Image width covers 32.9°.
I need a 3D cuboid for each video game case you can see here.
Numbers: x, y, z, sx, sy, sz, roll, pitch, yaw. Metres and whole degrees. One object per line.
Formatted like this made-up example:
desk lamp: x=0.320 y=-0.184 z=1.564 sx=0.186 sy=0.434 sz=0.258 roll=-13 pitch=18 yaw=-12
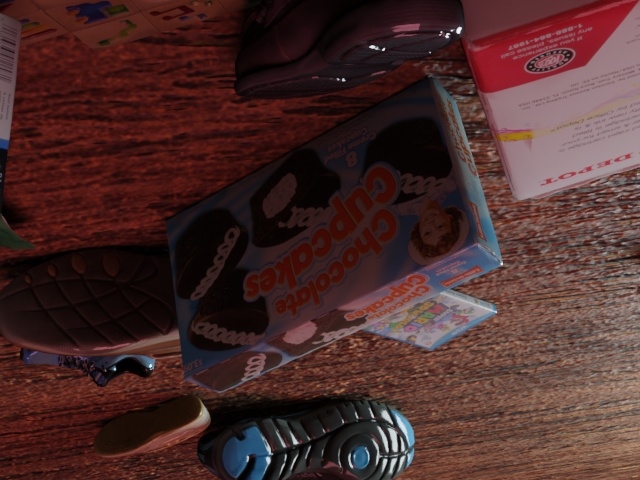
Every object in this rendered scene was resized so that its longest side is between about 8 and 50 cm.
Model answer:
video game case: x=0.130 y=0.096 z=1.395 sx=0.166 sy=0.015 sz=0.119 roll=19 pitch=137 yaw=-41

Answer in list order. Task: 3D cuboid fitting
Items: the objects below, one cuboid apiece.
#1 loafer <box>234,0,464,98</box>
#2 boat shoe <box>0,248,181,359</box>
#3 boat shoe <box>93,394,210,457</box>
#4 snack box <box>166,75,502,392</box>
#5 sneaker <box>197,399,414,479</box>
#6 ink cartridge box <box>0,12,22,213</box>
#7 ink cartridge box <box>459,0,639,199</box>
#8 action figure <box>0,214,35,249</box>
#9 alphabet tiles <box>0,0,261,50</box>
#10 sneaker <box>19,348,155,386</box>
loafer: x=0.013 y=-0.167 z=0.801 sx=0.109 sy=0.095 sz=0.302 roll=-6 pitch=-179 yaw=-23
boat shoe: x=-0.180 y=0.081 z=1.172 sx=0.324 sy=0.123 sz=0.116 roll=-3 pitch=150 yaw=-10
boat shoe: x=-0.232 y=0.270 z=1.513 sx=0.170 sy=0.063 sz=0.059 roll=-19 pitch=142 yaw=11
snack box: x=0.000 y=0.000 z=1.030 sx=0.322 sy=0.187 sz=0.060 roll=-27 pitch=146 yaw=23
sneaker: x=-0.018 y=0.298 z=1.612 sx=0.341 sy=0.125 sz=0.139 roll=5 pitch=172 yaw=-29
ink cartridge box: x=-0.369 y=-0.084 z=0.733 sx=0.332 sy=0.165 sz=0.065 roll=7 pitch=-179 yaw=14
ink cartridge box: x=0.225 y=-0.164 z=0.847 sx=0.226 sy=0.131 sz=0.306 roll=-17 pitch=160 yaw=10
action figure: x=-0.364 y=-0.038 z=0.977 sx=0.137 sy=0.063 sz=0.232 roll=-10 pitch=146 yaw=3
alphabet tiles: x=-0.093 y=-0.200 z=0.734 sx=0.342 sy=0.011 sz=0.285 roll=-15 pitch=173 yaw=6
sneaker: x=-0.268 y=0.134 z=1.270 sx=0.162 sy=0.073 sz=0.063 roll=0 pitch=147 yaw=-19
